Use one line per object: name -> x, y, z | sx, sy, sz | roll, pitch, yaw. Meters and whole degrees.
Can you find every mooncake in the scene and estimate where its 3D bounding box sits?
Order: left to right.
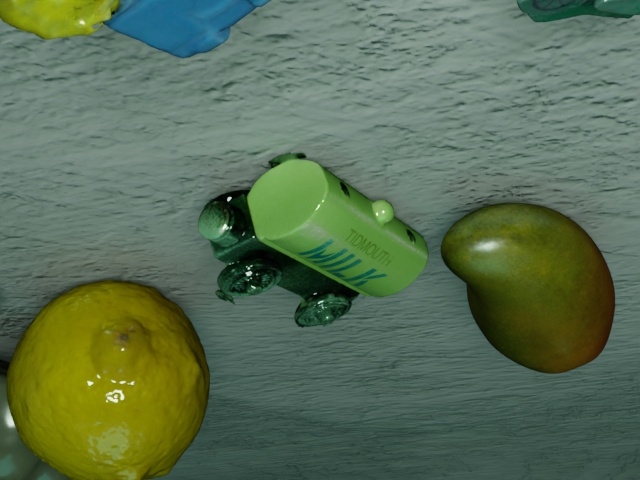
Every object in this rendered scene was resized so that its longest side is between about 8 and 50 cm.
mooncake -> -0.408, 0.230, 1.473 | 0.275, 0.135, 0.275 | 23, 175, 2

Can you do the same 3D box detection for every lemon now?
lemon -> -0.236, 0.161, 1.275 | 0.233, 0.234, 0.288 | 5, 158, -14

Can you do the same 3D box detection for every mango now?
mango -> 0.215, 0.043, 1.131 | 0.146, 0.129, 0.289 | 1, 156, 19

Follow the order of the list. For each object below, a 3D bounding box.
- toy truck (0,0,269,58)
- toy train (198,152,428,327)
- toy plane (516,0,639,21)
toy truck -> -0.147, -0.212, 0.437 | 0.162, 0.161, 0.385 | -27, 147, 31
toy train -> 0.000, 0.000, 1.068 | 0.157, 0.105, 0.253 | -26, 152, 22
toy plane -> 0.214, -0.210, 0.545 | 0.155, 0.106, 0.381 | -2, 157, -31
